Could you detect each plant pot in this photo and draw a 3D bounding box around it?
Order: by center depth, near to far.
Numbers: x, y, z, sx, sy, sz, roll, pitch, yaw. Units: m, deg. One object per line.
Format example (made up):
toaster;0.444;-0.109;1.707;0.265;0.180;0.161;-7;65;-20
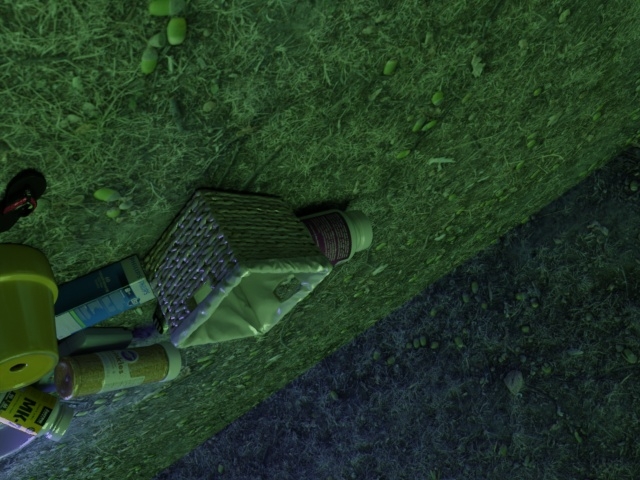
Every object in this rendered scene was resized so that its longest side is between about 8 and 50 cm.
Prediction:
plant pot;-0.664;0.174;1.273;0.254;0.239;0.254;-26;156;-13

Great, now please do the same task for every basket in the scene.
basket;-0.214;0.068;1.560;0.331;0.266;0.328;2;141;-50

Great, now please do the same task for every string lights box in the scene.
string lights box;-0.562;0.144;1.534;0.259;0.077;0.133;-24;156;-15

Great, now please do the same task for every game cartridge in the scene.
game cartridge;-0.721;0.358;1.801;0.297;0.062;0.198;-41;159;21

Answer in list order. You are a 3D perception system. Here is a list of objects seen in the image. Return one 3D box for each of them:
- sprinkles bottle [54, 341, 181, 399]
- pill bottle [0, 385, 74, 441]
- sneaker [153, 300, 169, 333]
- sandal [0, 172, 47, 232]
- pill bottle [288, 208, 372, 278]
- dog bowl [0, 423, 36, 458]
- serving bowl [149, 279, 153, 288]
sprinkles bottle;-0.583;0.376;1.781;0.355;0.121;0.121;1;141;-51
pill bottle;-0.818;0.482;1.724;0.208;0.119;0.119;33;120;-22
sneaker;-0.415;0.196;1.822;0.132;0.086;0.228;-19;164;-36
sandal;-0.574;-0.062;1.158;0.179;0.040;0.067;-42;154;24
pill bottle;0.000;0.000;1.798;0.301;0.169;0.169;-15;152;-31
dog bowl;-1.002;0.571;1.827;0.348;0.102;0.349;-26;156;-13
serving bowl;-0.430;0.098;1.660;0.083;0.027;0.083;-26;156;-12
